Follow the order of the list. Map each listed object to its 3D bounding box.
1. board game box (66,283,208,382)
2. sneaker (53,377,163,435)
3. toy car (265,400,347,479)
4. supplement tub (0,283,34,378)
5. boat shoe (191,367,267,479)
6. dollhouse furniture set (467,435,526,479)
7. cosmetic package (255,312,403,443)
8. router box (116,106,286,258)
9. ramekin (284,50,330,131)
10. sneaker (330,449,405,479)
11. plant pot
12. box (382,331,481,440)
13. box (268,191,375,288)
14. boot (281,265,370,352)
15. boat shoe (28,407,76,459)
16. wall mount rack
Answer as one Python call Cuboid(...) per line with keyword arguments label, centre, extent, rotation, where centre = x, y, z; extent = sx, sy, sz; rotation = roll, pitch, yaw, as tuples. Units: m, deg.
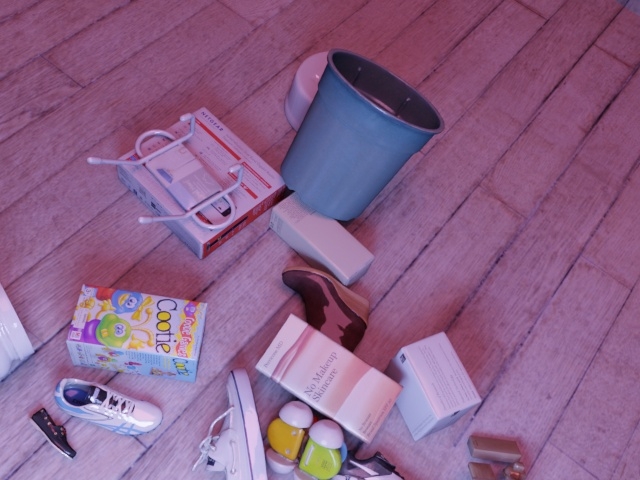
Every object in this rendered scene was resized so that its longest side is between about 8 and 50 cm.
Cuboid(label="board game box", centre=(-0.402, 0.209, 1.549), extent=(0.275, 0.144, 0.142), rotation=(10, 57, -7))
Cuboid(label="sneaker", centre=(-0.455, 0.355, 1.485), extent=(0.237, 0.086, 0.085), rotation=(16, 56, -4))
Cuboid(label="toy car", centre=(-0.021, 0.439, 1.500), extent=(0.182, 0.159, 0.136), rotation=(25, 13, 28))
Cuboid(label="supplement tub", centre=(-0.784, 0.217, 1.409), extent=(0.325, 0.235, 0.235), rotation=(-27, 68, -25))
Cuboid(label="boat shoe", centre=(-0.197, 0.456, 1.464), extent=(0.157, 0.136, 0.367), rotation=(-8, 69, -8))
Cuboid(label="dollhouse furniture set", centre=(0.383, 0.547, 1.581), extent=(0.144, 0.123, 0.151), rotation=(9, 23, -7))
Cuboid(label="cosmetic package", centre=(0.018, 0.306, 1.545), extent=(0.296, 0.129, 0.153), rotation=(32, 78, 5))
Cuboid(label="router box", centre=(-0.310, -0.160, 1.829), extent=(0.335, 0.082, 0.301), rotation=(43, 60, 15))
Cuboid(label="ramekin", centre=(0.040, -0.424, 2.033), extent=(0.277, 0.135, 0.277), rotation=(6, 58, -9))
Cuboid(label="sneaker", centre=(0.141, 0.519, 1.515), extent=(0.234, 0.078, 0.106), rotation=(16, 60, 0))
Cuboid(label="plant pot", centre=(0.083, -0.253, 1.779), extent=(0.341, 0.334, 0.341), rotation=(25, 31, -16))
Cuboid(label="box", centre=(0.249, 0.335, 1.589), extent=(0.119, 0.181, 0.181), rotation=(-17, 65, -20))
Cuboid(label="box", centre=(0.000, 0.000, 1.791), extent=(0.113, 0.094, 0.275), rotation=(-37, 73, -29))
Cuboid(label="boot", centre=(-0.008, 0.186, 1.678), extent=(0.249, 0.090, 0.206), rotation=(25, 55, 0))
Cuboid(label="boat shoe", centre=(-0.555, 0.405, 1.453), extent=(0.133, 0.049, 0.042), rotation=(39, 67, 17))
Cuboid(label="wall mount rack", centre=(-0.371, -0.161, 1.689), extent=(0.304, 0.130, 0.350), rotation=(-35, 71, -28))
